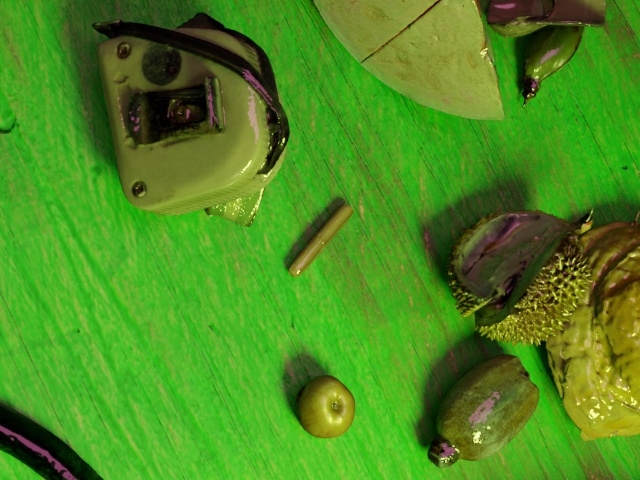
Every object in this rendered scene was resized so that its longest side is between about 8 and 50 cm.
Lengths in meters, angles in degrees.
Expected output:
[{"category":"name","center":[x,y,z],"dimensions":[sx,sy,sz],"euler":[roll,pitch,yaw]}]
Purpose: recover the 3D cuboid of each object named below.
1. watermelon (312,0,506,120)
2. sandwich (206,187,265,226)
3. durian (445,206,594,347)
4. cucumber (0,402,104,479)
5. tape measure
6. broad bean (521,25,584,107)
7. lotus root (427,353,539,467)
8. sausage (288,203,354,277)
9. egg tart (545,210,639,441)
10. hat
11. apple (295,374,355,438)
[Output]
[{"category":"watermelon","center":[0.154,-0.370,1.469],"dimensions":[0.319,0.292,0.222],"euler":[21,59,30]},{"category":"sandwich","center":[-0.105,-0.087,1.398],"dimensions":[0.074,0.074,0.117],"euler":[15,74,-14]},{"category":"durian","center":[0.293,0.052,1.464],"dimensions":[0.237,0.193,0.138],"euler":[-29,131,-11]},{"category":"cucumber","center":[-0.362,0.244,1.259],"dimensions":[0.284,0.056,0.056],"euler":[38,70,-11]},{"category":"tape measure","center":[-0.160,-0.184,1.321],"dimensions":[0.231,0.133,0.271],"euler":[-16,79,18]},{"category":"broad bean","center":[0.381,-0.354,1.618],"dimensions":[0.077,0.061,0.339],"euler":[15,70,26]},{"category":"lotus root","center":[0.221,0.241,1.434],"dimensions":[0.192,0.088,0.113],"euler":[-39,99,-21]},{"category":"sausage","center":[0.000,0.000,1.442],"dimensions":[0.024,0.024,0.132],"euler":[43,68,-6]},{"category":"egg tart","center":[0.492,0.117,1.518],"dimensions":[0.351,0.153,0.340],"euler":[3,75,-19]},{"category":"hat","center":[0.337,-0.338,1.559],"dimensions":[0.175,0.085,0.147],"euler":[13,59,9]},{"category":"apple","center":[0.007,0.221,1.374],"dimensions":[0.084,0.071,0.084],"euler":[4,78,-17]}]
